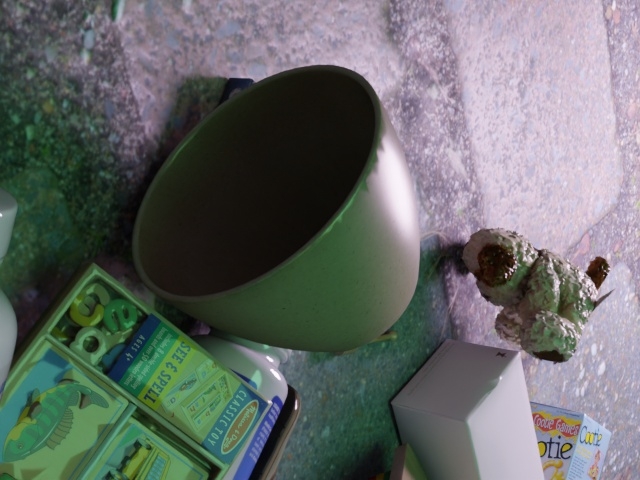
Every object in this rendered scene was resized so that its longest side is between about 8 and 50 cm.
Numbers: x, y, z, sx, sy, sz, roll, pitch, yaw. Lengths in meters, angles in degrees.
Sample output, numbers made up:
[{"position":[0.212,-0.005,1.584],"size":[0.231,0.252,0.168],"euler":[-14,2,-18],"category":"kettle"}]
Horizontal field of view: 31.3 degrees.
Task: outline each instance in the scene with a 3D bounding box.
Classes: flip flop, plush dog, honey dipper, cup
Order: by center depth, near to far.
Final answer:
[{"position":[-0.016,-0.004,1.324],"size":[0.237,0.331,0.331],"euler":[48,60,-38],"category":"cup"},{"position":[-0.109,0.309,1.515],"size":[0.277,0.112,0.080],"euler":[-58,150,-35],"category":"flip flop"},{"position":[0.071,0.155,1.762],"size":[0.161,0.030,0.030],"euler":[-2,98,-55],"category":"honey dipper"},{"position":[0.339,0.062,1.897],"size":[0.225,0.262,0.210],"euler":[35,89,-5],"category":"plush dog"}]

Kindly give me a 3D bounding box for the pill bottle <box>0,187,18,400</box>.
[{"position":[-0.389,0.138,0.956],"size":[0.229,0.229,0.407],"euler":[3,108,-51],"category":"pill bottle"}]

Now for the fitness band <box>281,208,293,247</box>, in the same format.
[{"position":[0.000,0.000,1.586],"size":[0.209,0.054,0.291],"euler":[-63,151,-21],"category":"fitness band"}]

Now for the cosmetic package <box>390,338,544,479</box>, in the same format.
[{"position":[0.264,0.374,1.937],"size":[0.197,0.155,0.365],"euler":[-40,125,-41],"category":"cosmetic package"}]

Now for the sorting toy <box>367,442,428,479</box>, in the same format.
[{"position":[0.140,0.485,1.734],"size":[0.257,0.089,0.255],"euler":[63,15,-12],"category":"sorting toy"}]

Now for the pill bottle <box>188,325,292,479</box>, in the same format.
[{"position":[-0.133,0.212,1.416],"size":[0.152,0.152,0.272],"euler":[48,59,-44],"category":"pill bottle"}]

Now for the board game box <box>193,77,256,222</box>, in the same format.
[{"position":[-0.100,-0.066,1.493],"size":[0.165,0.042,0.243],"euler":[37,68,-48],"category":"board game box"}]

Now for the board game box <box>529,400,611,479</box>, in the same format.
[{"position":[0.427,0.462,2.165],"size":[0.144,0.142,0.275],"euler":[35,69,-48],"category":"board game box"}]

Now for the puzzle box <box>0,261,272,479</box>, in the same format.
[{"position":[-0.265,0.264,1.219],"size":[0.272,0.052,0.409],"euler":[41,69,-20],"category":"puzzle box"}]
